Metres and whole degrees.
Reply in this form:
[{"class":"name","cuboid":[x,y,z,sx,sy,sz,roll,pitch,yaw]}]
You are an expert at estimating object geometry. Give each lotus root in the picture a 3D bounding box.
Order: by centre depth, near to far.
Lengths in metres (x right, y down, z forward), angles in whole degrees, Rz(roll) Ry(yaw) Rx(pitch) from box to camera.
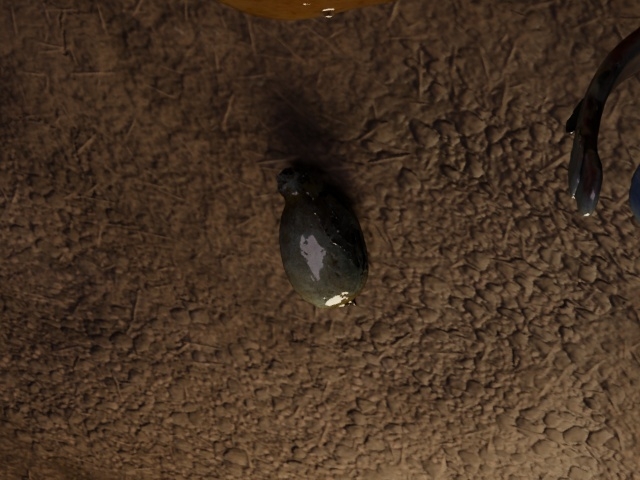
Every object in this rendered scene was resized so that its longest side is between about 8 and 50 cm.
[{"class":"lotus root","cuboid":[0.001,0.001,1.857,0.088,0.088,0.165,-2,120,30]}]

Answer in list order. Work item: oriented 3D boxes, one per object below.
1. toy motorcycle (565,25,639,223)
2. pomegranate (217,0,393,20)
[{"class":"toy motorcycle","cuboid":[0.323,-0.064,1.441,0.241,0.319,0.182,-6,131,23]},{"class":"pomegranate","cuboid":[0.023,-0.349,1.295,0.416,0.417,0.417,15,136,15]}]
